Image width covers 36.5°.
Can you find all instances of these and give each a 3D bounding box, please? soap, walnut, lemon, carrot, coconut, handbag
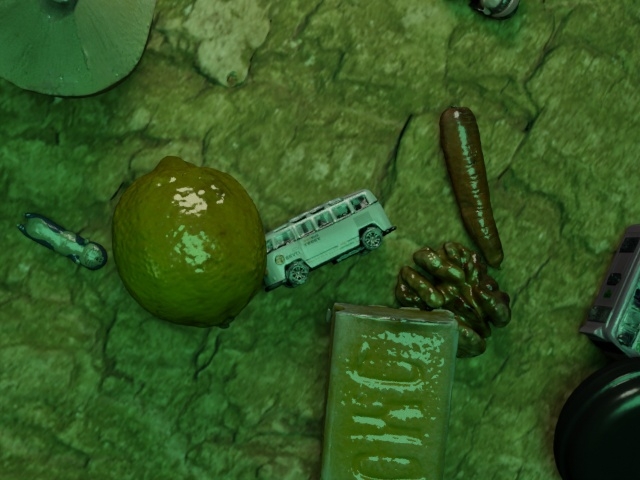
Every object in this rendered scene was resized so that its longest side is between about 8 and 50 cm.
[{"bbox_3d":[0.086,0.228,1.302,0.173,0.089,0.274,4,98,-2],"label":"soap"},{"bbox_3d":[0.191,0.081,1.362,0.170,0.069,0.143,41,84,-6],"label":"walnut"},{"bbox_3d":[-0.165,0.006,1.224,0.192,0.192,0.231,-19,93,-11],"label":"lemon"},{"bbox_3d":[0.217,-0.072,1.375,0.059,0.059,0.248,-16,96,-11],"label":"carrot"},{"bbox_3d":[-0.310,-0.285,1.166,0.239,0.244,0.239,0,92,-10],"label":"coconut"},{"bbox_3d":[0.476,0.296,1.367,0.308,0.093,0.254,25,108,-18],"label":"handbag"}]

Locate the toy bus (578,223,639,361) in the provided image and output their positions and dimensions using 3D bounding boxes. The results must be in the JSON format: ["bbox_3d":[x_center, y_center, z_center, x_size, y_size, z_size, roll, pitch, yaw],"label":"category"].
[{"bbox_3d":[0.463,0.079,1.404,0.108,0.096,0.199,27,84,-11],"label":"toy bus"}]

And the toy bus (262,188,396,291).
[{"bbox_3d":[0.000,0.000,1.315,0.194,0.087,0.089,-26,88,-10],"label":"toy bus"}]

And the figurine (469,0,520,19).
[{"bbox_3d":[0.228,-0.362,1.382,0.129,0.054,0.072,20,71,-4],"label":"figurine"}]

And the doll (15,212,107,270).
[{"bbox_3d":[-0.338,0.001,1.271,0.125,0.027,0.037,27,92,-11],"label":"doll"}]
